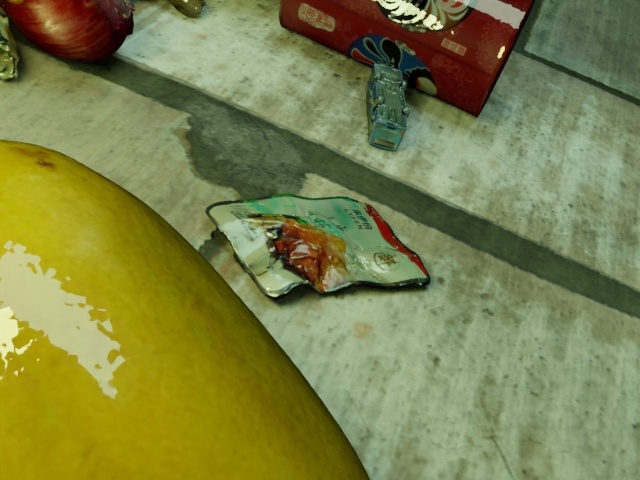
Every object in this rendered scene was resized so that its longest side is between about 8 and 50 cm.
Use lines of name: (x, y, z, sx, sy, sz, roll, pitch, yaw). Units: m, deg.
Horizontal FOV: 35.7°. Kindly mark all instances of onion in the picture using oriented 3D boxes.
onion: (-0.328, -0.328, 1.234, 0.248, 0.161, 0.248, 44, 23, -24)

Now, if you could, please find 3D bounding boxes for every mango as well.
mango: (-0.147, 0.111, 0.692, 0.446, 0.232, 0.300, 40, 12, -1)

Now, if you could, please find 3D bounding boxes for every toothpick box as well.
toothpick box: (0.129, -0.344, 1.492, 0.333, 0.204, 0.204, 27, 35, 7)

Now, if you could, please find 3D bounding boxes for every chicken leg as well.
chicken leg: (-0.255, -0.389, 1.476, 0.198, 0.069, 0.085, 35, 12, 8)

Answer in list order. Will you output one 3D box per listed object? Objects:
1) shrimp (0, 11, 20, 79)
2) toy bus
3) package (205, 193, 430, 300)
shrimp: (-0.499, -0.271, 1.169, 0.287, 0.068, 0.185, 7, 38, -19)
toy bus: (0.090, -0.187, 1.379, 0.051, 0.061, 0.153, 15, 36, -12)
package: (0.000, 0.000, 1.097, 0.232, 0.040, 0.166, -3, 41, -34)
